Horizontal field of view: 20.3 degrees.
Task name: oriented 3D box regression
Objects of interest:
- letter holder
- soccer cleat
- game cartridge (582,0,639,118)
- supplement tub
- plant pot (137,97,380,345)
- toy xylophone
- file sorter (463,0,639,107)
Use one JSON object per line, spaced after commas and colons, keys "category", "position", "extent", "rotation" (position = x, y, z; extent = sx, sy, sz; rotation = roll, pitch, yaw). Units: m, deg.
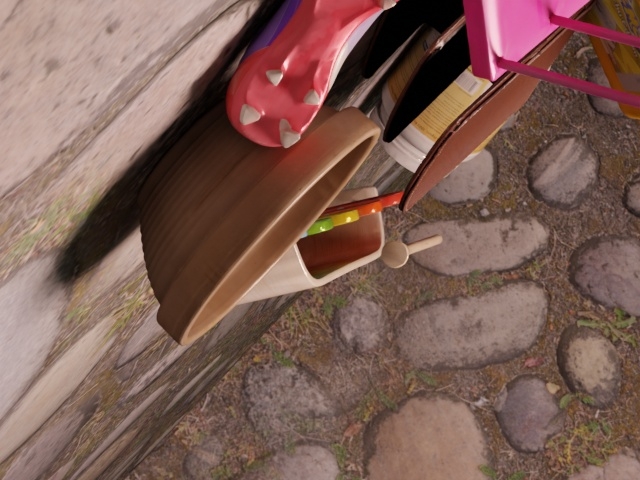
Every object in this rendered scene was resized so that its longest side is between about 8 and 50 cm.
{"category": "letter holder", "position": [0.119, -0.172, 1.807], "extent": [0.214, 0.152, 0.302], "rotation": [-44, 175, -14]}
{"category": "soccer cleat", "position": [0.011, -0.178, 1.306], "extent": [0.248, 0.083, 0.095], "rotation": [-55, -155, 14]}
{"category": "game cartridge", "position": [0.285, -0.234, 1.642], "extent": [0.053, 0.285, 0.323], "rotation": [-26, -171, 0]}
{"category": "supplement tub", "position": [0.162, -0.184, 2.115], "extent": [0.199, 0.144, 0.144], "rotation": [-50, 175, 31]}
{"category": "plant pot", "position": [-0.069, -0.037, 1.435], "extent": [0.237, 0.110, 0.237], "rotation": [-47, 174, -6]}
{"category": "toy xylophone", "position": [0.000, 0.000, 1.937], "extent": [0.236, 0.081, 0.323], "rotation": [-13, -176, 13]}
{"category": "file sorter", "position": [0.256, -0.252, 1.288], "extent": [0.291, 0.182, 0.202], "rotation": [-40, 135, -32]}
